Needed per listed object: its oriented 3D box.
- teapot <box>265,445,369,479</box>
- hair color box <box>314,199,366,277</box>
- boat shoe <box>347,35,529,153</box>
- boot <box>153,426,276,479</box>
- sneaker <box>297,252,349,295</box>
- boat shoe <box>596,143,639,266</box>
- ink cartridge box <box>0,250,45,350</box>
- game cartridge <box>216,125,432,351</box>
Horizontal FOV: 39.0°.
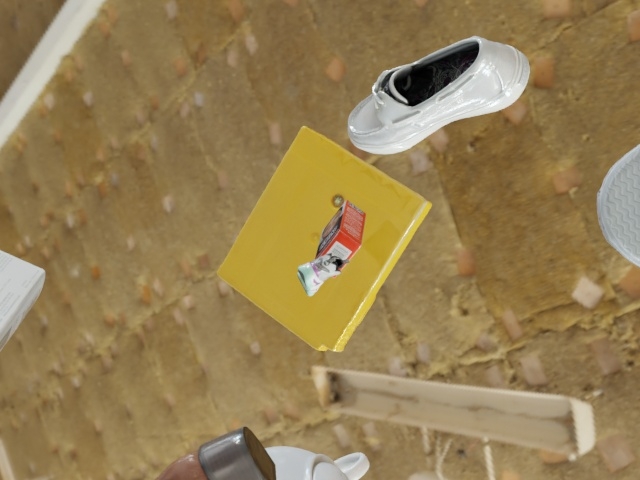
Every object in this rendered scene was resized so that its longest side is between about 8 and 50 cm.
[{"bbox_3d":[-0.017,0.406,1.339,0.187,0.252,0.256,-28,-133,14],"label":"teapot"},{"bbox_3d":[0.032,-0.004,1.415,0.043,0.141,0.072,35,-70,-7],"label":"hair color box"},{"bbox_3d":[0.077,-0.117,0.728,0.184,0.063,0.066,-7,-112,50],"label":"boat shoe"},{"bbox_3d":[-0.137,0.355,0.917,0.264,0.281,0.096,59,5,-21],"label":"boot"},{"bbox_3d":[0.006,0.041,1.201,0.038,0.069,0.098,63,-6,7],"label":"sneaker"},{"bbox_3d":[0.284,-0.083,0.471,0.302,0.094,0.109,-27,-84,24],"label":"boat shoe"},{"bbox_3d":[-0.446,0.045,1.003,0.232,0.189,0.066,22,-65,-6],"label":"ink cartridge box"},{"bbox_3d":[0.000,0.000,1.607,0.285,0.053,0.323,35,-81,26],"label":"game cartridge"}]
